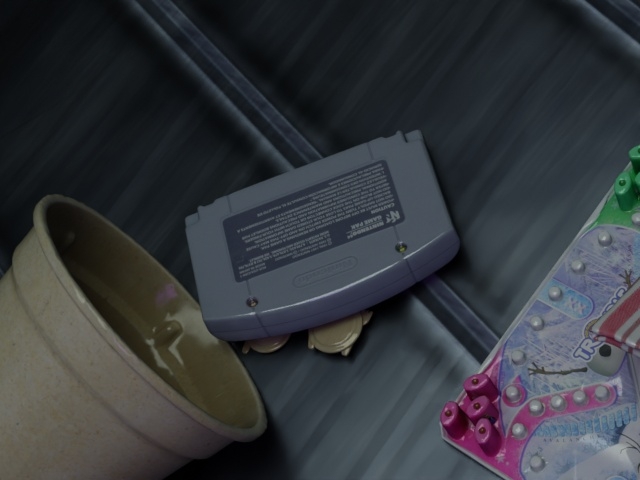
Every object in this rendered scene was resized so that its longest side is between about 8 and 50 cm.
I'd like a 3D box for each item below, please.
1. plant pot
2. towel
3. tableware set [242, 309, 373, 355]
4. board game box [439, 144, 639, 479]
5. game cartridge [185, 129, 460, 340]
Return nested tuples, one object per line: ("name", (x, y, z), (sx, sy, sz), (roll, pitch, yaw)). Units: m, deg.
("plant pot", (-0.279, 0.176, 1.668), (0.305, 0.334, 0.334), (-43, 56, 9))
("towel", (0.372, 0.091, 1.506), (0.197, 0.029, 0.144), (24, 41, 32))
("tableware set", (-0.015, 0.064, 1.776), (0.169, 0.020, 0.141), (2, 61, 24))
("board game box", (0.371, 0.126, 1.572), (0.390, 0.050, 0.390), (31, 77, 31))
("game cartridge", (0.000, 0.000, 1.763), (0.294, 0.060, 0.196), (-20, 45, 6))
